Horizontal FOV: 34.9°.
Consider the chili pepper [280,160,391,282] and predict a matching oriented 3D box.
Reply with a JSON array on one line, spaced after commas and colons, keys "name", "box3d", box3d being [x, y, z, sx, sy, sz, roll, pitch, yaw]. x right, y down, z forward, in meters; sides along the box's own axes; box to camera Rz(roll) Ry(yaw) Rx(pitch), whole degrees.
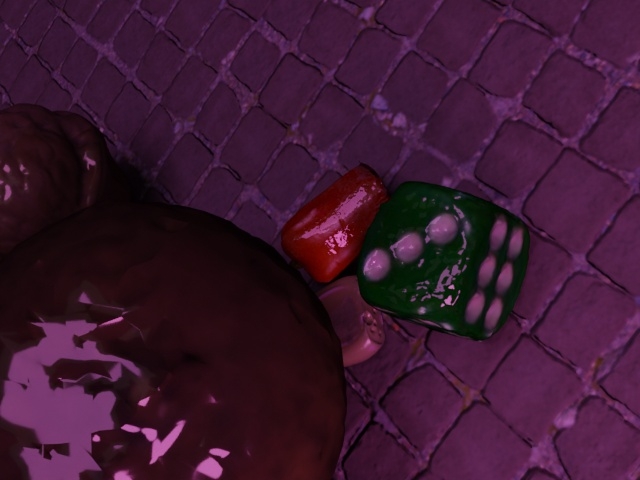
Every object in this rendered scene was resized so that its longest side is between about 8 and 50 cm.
[{"name": "chili pepper", "box3d": [0.000, 0.000, 1.109, 0.192, 0.086, 0.084, -42, 81, 7]}]

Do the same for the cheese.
[{"name": "cheese", "box3d": [-0.018, 0.109, 1.115, 0.192, 0.037, 0.097, -26, 59, 29]}]

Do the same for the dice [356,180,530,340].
[{"name": "dice", "box3d": [0.120, 0.022, 0.978, 0.120, 0.131, 0.128, 16, 83, 38]}]

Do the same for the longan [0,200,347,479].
[{"name": "longan", "box3d": [-0.171, 0.157, 0.969, 0.391, 0.391, 0.391, -14, 65, 34]}]

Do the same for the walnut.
[{"name": "walnut", "box3d": [-0.358, -0.048, 1.302, 0.248, 0.248, 0.248, -14, 65, 34]}]
